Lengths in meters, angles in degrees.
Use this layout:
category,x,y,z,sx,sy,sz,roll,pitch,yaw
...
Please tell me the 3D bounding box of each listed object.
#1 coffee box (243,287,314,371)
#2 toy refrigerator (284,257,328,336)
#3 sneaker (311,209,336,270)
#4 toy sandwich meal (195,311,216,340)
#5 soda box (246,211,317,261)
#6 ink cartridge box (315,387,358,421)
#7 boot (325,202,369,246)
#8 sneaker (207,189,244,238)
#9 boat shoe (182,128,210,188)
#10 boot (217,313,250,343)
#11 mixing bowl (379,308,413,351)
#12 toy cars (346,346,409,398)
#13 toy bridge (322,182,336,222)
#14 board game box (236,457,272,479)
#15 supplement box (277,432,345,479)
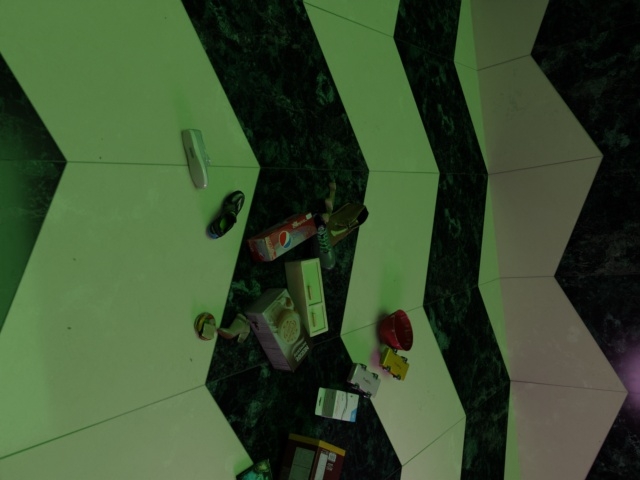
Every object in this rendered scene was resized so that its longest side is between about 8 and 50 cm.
category,x,y,z,sx,sy,sz,roll,pitch,yaw
coffee box,-0.136,0.301,1.769,0.141,0.098,0.247,-45,119,-42
toy refrigerator,-0.048,0.203,1.889,0.102,0.094,0.270,-9,93,-50
sneaker,0.000,0.000,1.918,0.098,0.083,0.224,90,-16,-64
toy sandwich meal,-0.344,0.260,1.585,0.085,0.029,0.086,8,80,-49
soda box,-0.130,-0.015,1.818,0.263,0.092,0.084,-32,111,-47
ink cartridge box,0.065,0.628,1.996,0.180,0.060,0.104,28,65,-44
boot,0.083,-0.058,2.059,0.305,0.115,0.112,-47,124,-39
sneaker,-0.285,-0.081,1.657,0.067,0.078,0.188,51,50,-33
boat shoe,-0.368,-0.250,1.598,0.063,0.066,0.184,-18,90,-48
boot,-0.273,0.273,1.665,0.118,0.042,0.087,42,49,-40
mixing bowl,0.322,0.400,2.281,0.181,0.098,0.182,31,50,-46
toy cars,0.230,0.544,2.184,0.393,0.087,0.177,-12,100,-45
toy bridge,0.034,-0.140,2.056,0.063,0.026,0.188,80,19,-51
board game box,-0.202,0.819,1.688,0.126,0.026,0.186,-16,98,-49
supplement box,-0.032,0.790,1.792,0.191,0.129,0.194,45,53,-47
